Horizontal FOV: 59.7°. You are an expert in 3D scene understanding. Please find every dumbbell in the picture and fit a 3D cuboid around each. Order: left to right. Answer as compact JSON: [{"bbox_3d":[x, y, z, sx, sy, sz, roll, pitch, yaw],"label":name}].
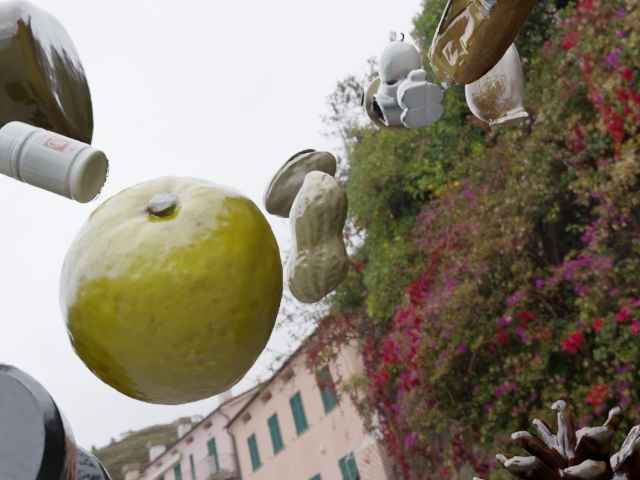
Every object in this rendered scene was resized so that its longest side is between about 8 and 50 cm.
[{"bbox_3d":[-0.341,0.281,0.591,0.204,0.203,0.322,-9,-36,-14],"label":"dumbbell"}]

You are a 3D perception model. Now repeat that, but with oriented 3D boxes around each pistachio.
[{"bbox_3d":[-0.050,-0.136,1.333,0.226,0.136,0.135,-46,-21,-26],"label":"pistachio"}]

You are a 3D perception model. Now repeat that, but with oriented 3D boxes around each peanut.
[{"bbox_3d":[0.000,0.000,1.049,0.124,0.123,0.256,-1,-70,-25],"label":"peanut"}]

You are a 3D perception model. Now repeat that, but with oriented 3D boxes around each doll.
[{"bbox_3d":[0.169,-0.290,1.164,0.144,0.271,0.208,-8,-44,-3],"label":"doll"}]

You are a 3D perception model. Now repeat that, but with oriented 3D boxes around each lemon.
[{"bbox_3d":[-0.115,0.043,0.446,0.170,0.170,0.207,-4,-41,-21],"label":"lemon"}]

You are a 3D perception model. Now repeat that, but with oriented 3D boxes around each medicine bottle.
[{"bbox_3d":[-0.257,-0.074,0.535,0.089,0.057,0.057,19,-35,3],"label":"medicine bottle"}]

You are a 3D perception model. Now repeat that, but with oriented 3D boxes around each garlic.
[{"bbox_3d":[0.391,-0.379,1.247,0.149,0.266,0.129,-9,2,39],"label":"garlic"}]

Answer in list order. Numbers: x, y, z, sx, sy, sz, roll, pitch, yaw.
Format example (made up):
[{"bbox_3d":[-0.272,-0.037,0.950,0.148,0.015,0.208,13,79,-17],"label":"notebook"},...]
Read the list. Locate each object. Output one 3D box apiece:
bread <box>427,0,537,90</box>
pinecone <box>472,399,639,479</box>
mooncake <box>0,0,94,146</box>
[{"bbox_3d":[0.274,-0.368,0.939,0.136,0.107,0.241,-39,-13,-17],"label":"bread"},{"bbox_3d":[0.234,0.262,0.447,0.264,0.264,0.264,-13,-31,-8],"label":"pinecone"},{"bbox_3d":[-0.424,-0.225,0.821,0.117,0.234,0.234,-13,-31,-4],"label":"mooncake"}]
